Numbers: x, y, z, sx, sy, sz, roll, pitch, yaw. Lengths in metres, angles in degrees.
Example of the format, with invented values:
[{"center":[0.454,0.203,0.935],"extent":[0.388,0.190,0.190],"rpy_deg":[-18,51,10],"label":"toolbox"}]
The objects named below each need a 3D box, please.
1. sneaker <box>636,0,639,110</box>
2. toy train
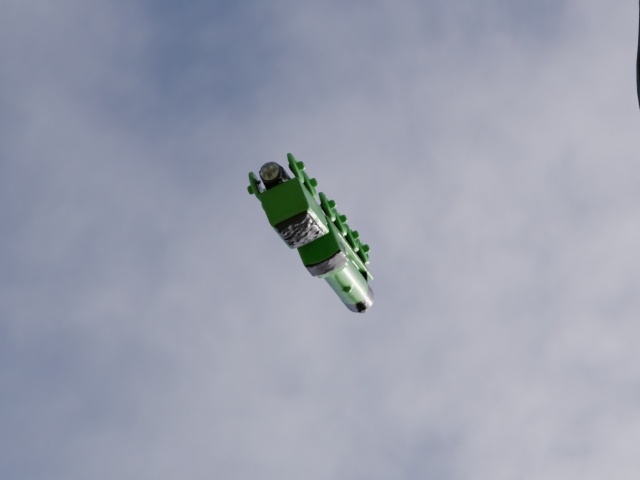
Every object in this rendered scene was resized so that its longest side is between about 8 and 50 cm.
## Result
[{"center":[0.188,-0.106,0.841],"extent":[0.090,0.145,0.270],"rpy_deg":[-32,-118,31],"label":"sneaker"},{"center":[0.000,0.000,0.569],"extent":[0.017,0.083,0.023],"rpy_deg":[-26,-116,7],"label":"toy train"}]
